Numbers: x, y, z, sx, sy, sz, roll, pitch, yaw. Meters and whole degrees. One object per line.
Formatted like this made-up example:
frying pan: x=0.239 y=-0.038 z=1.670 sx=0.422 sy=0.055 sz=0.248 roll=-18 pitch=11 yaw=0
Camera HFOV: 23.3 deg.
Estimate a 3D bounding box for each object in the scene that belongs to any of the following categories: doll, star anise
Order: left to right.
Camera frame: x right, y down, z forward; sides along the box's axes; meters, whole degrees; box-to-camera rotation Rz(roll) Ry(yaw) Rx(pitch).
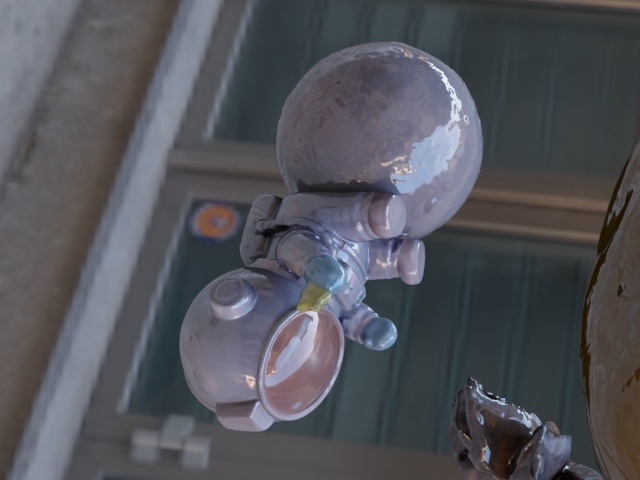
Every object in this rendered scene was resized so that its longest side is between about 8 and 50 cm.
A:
doll: x=0.000 y=0.000 z=1.038 sx=0.287 sy=0.151 sz=0.151 roll=-59 pitch=161 yaw=-22
star anise: x=0.147 y=0.170 z=1.058 sx=0.065 sy=0.195 sz=0.182 roll=-46 pitch=-171 yaw=-12

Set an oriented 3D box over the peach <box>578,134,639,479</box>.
peach: x=0.200 y=0.046 z=0.490 sx=0.251 sy=0.251 sz=0.153 roll=-70 pitch=179 yaw=-54
